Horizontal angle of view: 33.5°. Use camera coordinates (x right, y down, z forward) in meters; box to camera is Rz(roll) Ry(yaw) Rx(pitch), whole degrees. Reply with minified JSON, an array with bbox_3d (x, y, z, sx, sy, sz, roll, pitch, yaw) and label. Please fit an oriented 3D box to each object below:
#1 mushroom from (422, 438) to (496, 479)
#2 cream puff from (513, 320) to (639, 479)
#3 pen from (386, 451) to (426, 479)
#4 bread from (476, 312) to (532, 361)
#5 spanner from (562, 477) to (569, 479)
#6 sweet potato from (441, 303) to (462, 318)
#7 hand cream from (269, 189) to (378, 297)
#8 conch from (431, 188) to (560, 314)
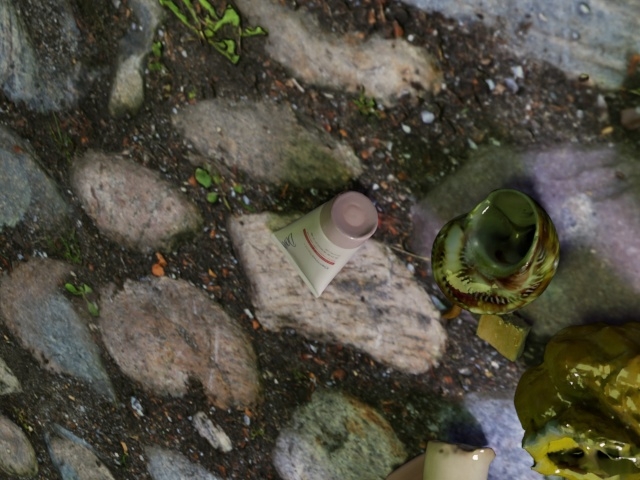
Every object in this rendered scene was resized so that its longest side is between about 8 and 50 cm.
[{"bbox_3d":[0.224,0.490,1.696,0.314,0.314,0.336,-2,82,43],"label":"mushroom"},{"bbox_3d":[0.379,0.243,1.410,0.282,0.185,0.282,13,112,35],"label":"cream puff"},{"bbox_3d":[0.159,0.410,1.843,0.053,0.032,0.197,50,135,5],"label":"pen"},{"bbox_3d":[0.268,0.132,1.567,0.083,0.035,0.070,33,133,32],"label":"bread"},{"bbox_3d":[0.415,0.439,1.602,0.096,0.040,0.325,-4,112,19],"label":"spanner"},{"bbox_3d":[0.213,0.090,1.597,0.026,0.026,0.115,43,141,13],"label":"sweet potato"},{"bbox_3d":[0.000,0.000,1.704,0.133,0.083,0.248,54,147,5],"label":"hand cream"},{"bbox_3d":[0.241,0.012,1.457,0.181,0.124,0.187,28,109,39],"label":"conch"}]
